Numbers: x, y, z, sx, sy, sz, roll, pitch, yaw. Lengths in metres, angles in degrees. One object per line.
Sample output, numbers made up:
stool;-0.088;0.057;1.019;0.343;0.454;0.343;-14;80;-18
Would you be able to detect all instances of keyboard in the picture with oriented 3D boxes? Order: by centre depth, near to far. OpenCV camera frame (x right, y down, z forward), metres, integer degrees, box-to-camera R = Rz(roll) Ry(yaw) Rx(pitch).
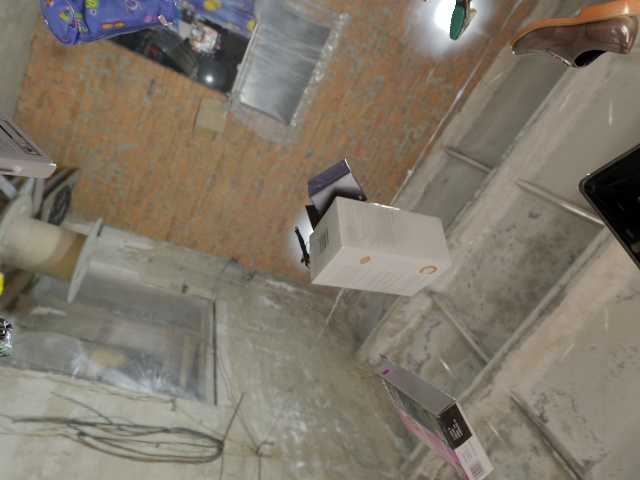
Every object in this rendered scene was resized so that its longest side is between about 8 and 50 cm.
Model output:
keyboard;0.000;0.000;1.620;0.033;0.201;0.318;112;-35;-57

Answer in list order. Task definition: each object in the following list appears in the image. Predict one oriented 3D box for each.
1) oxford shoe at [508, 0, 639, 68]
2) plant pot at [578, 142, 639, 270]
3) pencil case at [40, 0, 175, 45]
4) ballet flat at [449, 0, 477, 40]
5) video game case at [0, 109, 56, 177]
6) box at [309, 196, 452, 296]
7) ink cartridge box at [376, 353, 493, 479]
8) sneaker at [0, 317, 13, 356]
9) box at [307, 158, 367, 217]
oxford shoe;0.654;-0.528;1.166;0.363;0.129;0.133;-149;-127;-66
plant pot;0.452;-0.040;0.492;0.188;0.166;0.188;-40;-114;35
pencil case;-0.482;-0.544;1.024;0.306;0.133;0.119;-39;178;-42
ballet flat;0.470;-0.769;1.403;0.077;0.079;0.222;-124;-160;-48
video game case;-0.592;-0.219;0.606;0.036;0.329;0.300;-45;180;6
box;0.165;0.028;1.258;0.215;0.344;0.169;128;-34;-50
ink cartridge box;0.235;0.398;1.027;0.069;0.176;0.371;-31;-171;-12
sneaker;-0.516;0.149;0.693;0.098;0.038;0.069;-28;-114;52
box;0.049;-0.160;1.382;0.153;0.108;0.207;-31;-161;8
